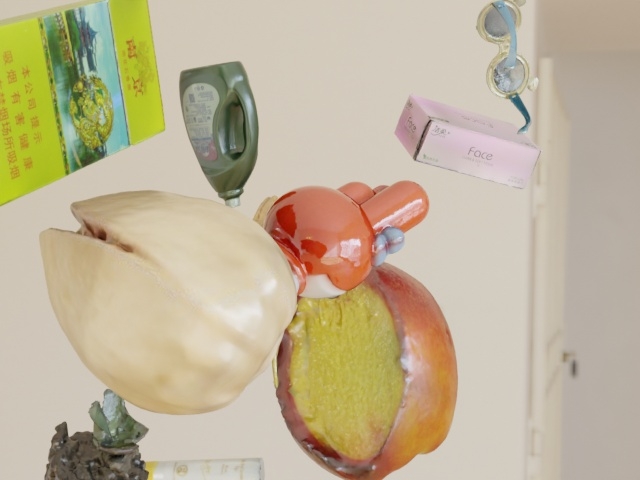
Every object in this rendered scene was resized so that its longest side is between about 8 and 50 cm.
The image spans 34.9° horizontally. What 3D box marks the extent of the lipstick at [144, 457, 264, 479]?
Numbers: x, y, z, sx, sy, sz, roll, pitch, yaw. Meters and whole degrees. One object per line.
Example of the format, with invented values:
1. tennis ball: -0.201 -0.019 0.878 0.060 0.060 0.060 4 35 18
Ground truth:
1. lipstick: -0.236 0.441 1.916 0.263 0.059 0.059 -3 -2 7

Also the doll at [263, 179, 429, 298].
1. doll: 0.000 0.000 1.241 0.290 0.130 0.161 -29 35 -24

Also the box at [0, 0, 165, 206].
1. box: -0.298 -0.176 1.188 0.047 0.187 0.335 3 21 24

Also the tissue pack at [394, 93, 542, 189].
1. tissue pack: 0.281 -0.193 1.971 0.246 0.093 0.148 12 24 -20

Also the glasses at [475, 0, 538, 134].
1. glasses: 0.304 -0.285 1.703 0.088 0.190 0.221 -4 34 19

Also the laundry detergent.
1. laundry detergent: -0.139 -0.152 1.484 0.137 0.211 0.063 -2 12 41

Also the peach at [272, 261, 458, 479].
1. peach: 0.093 0.245 1.899 0.335 0.406 0.310 -18 -18 26

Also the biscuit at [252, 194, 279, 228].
1. biscuit: -0.107 0.060 2.068 0.051 0.376 0.269 7 -33 24

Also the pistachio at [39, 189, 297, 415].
1. pistachio: -0.148 0.045 0.927 0.318 0.193 0.214 22 -20 43

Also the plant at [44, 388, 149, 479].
1. plant: -0.311 0.318 1.425 0.131 0.203 0.142 11 21 -34
